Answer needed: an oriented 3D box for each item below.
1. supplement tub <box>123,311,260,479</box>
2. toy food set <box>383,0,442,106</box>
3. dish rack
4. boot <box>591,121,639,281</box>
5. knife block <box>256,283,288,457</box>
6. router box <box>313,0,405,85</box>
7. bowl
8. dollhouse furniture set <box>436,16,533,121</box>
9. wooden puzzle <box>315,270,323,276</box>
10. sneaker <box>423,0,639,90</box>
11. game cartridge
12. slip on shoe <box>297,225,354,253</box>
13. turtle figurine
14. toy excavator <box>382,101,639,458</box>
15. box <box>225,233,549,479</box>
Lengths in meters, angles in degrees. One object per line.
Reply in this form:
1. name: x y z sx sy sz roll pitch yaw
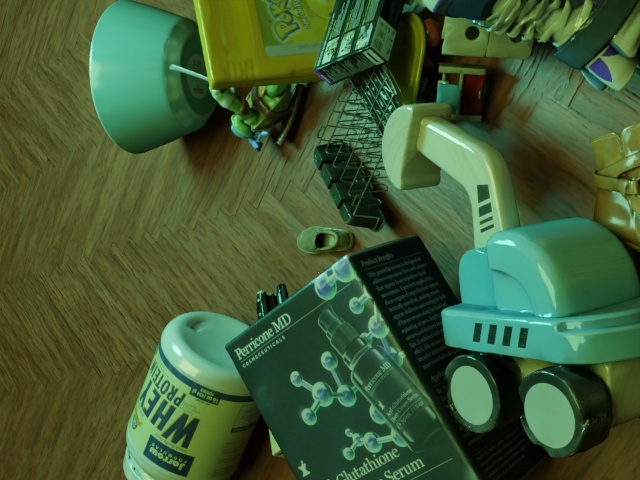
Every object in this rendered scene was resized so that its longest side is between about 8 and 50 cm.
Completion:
1. supplement tub: -0.237 0.328 1.772 0.235 0.235 0.325 41 116 38
2. toy food set: 0.162 -0.299 1.499 0.128 0.071 0.218 -140 55 -61
3. dish rack: 0.075 -0.172 1.522 0.208 0.074 0.272 64 144 38
4. boot: 0.472 -0.055 1.167 0.283 0.109 0.220 -12 84 57
5. knife block: -0.058 0.207 1.601 0.242 0.275 0.088 48 127 0
6. router box: 0.068 -0.348 1.470 0.133 0.046 0.179 -12 53 46
7. bowl: -0.312 -0.334 1.856 0.163 0.311 0.312 1 89 21
8. dollhouse furniture set: 0.242 -0.258 1.366 0.128 0.129 0.184 5 113 6
9. wooden puzzle: 0.017 0.082 1.685 0.083 0.006 0.049 2 90 45
10. sneaker: 0.309 -0.289 1.186 0.236 0.322 0.130 58 147 12
11. game cartridge: -0.052 -0.405 1.562 0.053 0.323 0.285 133 127 -68
12. slip on shoe: 0.000 0.000 1.680 0.135 0.041 0.052 4 92 45
13. turtle figurine: -0.119 -0.328 1.702 0.266 0.197 0.275 -33 70 35
14. toy excavator: 0.264 0.020 1.242 0.433 0.222 0.446 2 98 58
15. box: 0.096 0.239 1.391 0.293 0.212 0.396 -39 76 33
